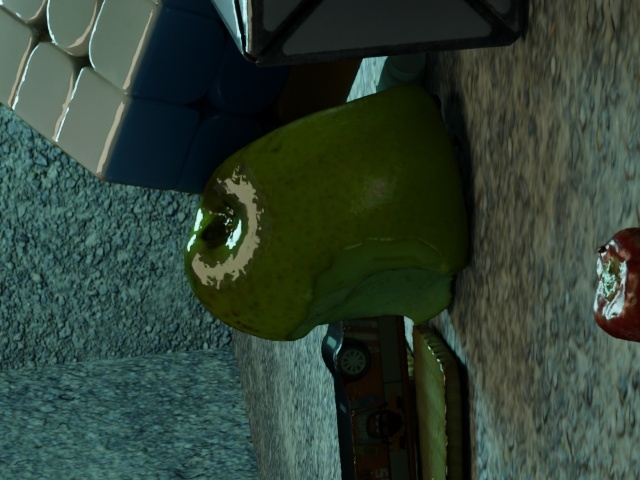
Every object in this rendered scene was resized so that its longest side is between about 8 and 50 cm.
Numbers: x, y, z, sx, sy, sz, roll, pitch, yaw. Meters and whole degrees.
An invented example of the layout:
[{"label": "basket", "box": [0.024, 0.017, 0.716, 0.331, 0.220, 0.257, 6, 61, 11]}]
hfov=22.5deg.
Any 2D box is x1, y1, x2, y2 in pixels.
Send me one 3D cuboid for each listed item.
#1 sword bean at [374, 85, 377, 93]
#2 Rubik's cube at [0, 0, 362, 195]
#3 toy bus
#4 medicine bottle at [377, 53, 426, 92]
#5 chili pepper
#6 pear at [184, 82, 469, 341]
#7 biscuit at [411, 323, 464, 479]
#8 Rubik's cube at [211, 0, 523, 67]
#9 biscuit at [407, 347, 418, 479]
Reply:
[{"label": "sword bean", "box": [0.078, -0.157, 1.982, 0.012, 0.012, 0.083, 99, 162, -58]}, {"label": "Rubik's cube", "box": [-0.152, -0.229, 1.746, 0.291, 0.292, 0.290, 35, 110, 42]}, {"label": "toy bus", "box": [0.059, 0.221, 1.887, 0.093, 0.092, 0.408, -156, 61, -79]}, {"label": "medicine bottle", "box": [0.090, -0.182, 1.767, 0.083, 0.047, 0.047, 105, 158, -66]}, {"label": "chili pepper", "box": [0.208, 0.020, 0.874, 0.070, 0.123, 0.073, 93, 166, -52]}, {"label": "pear", "box": [0.000, 0.000, 1.675, 0.286, 0.282, 0.176, 102, 151, -58]}, {"label": "biscuit", "box": [0.134, 0.235, 1.797, 0.172, 0.029, 0.254, -122, 29, -73]}, {"label": "Rubik's cube", "box": [0.029, -0.310, 1.410, 0.260, 0.259, 0.254, -113, 18, -66]}, {"label": "biscuit", "box": [0.091, 0.187, 2.038, 0.249, 0.030, 0.160, -113, 20, -62]}]
